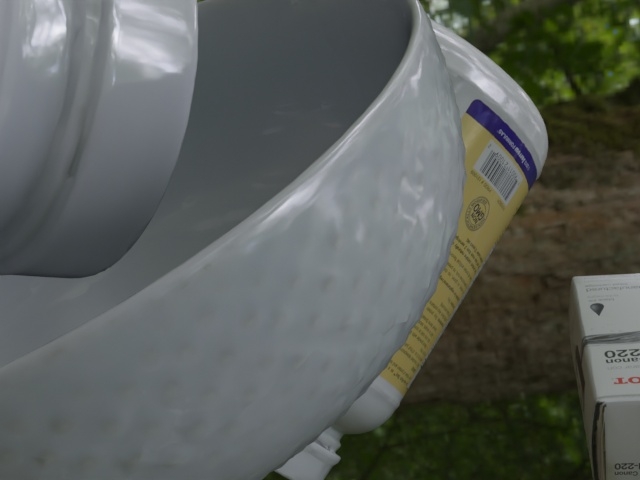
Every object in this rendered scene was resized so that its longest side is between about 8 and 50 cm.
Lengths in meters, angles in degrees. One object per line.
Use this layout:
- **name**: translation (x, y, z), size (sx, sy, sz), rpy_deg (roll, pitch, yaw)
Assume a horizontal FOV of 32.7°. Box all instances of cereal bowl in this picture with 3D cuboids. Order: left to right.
- **cereal bowl**: translation (-0.088, 0.020, 0.486), size (0.339, 0.339, 0.141), rpy_deg (-101, 168, -63)

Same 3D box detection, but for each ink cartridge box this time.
- **ink cartridge box**: translation (0.302, 0.113, 0.938), size (0.218, 0.158, 0.092), rpy_deg (-76, 161, -62)

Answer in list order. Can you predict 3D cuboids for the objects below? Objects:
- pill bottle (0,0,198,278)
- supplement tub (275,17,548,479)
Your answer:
- **pill bottle**: translation (-0.239, -0.085, 0.377), size (0.210, 0.363, 0.210), rpy_deg (-13, -107, 50)
- **supplement tub**: translation (0.000, 0.000, 0.858), size (0.331, 0.241, 0.241), rpy_deg (-57, 174, -8)
